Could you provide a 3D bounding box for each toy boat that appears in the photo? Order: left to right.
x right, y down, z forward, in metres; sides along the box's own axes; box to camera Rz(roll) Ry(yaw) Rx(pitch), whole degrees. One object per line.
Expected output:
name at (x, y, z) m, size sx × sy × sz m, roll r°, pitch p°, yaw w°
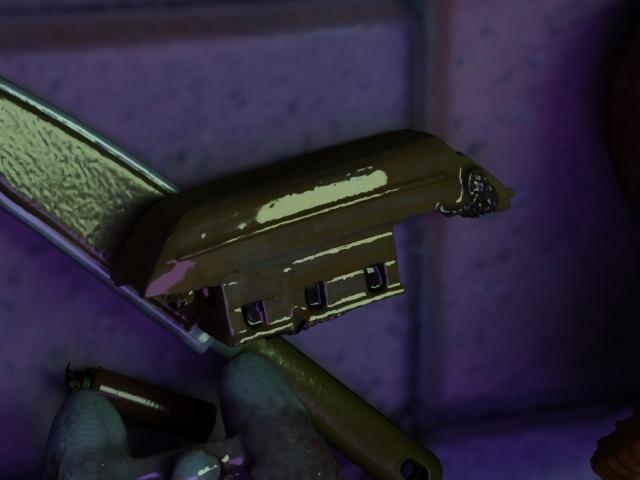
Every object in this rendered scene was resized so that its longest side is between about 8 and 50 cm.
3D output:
toy boat at (-0.045, 0.163, 0.755) m, size 0.155 × 0.085 × 0.227 m, roll -11°, pitch 72°, yaw -13°
toy boat at (0.000, 0.000, 0.805) m, size 0.200 × 0.057 × 0.077 m, roll -18°, pitch 106°, yaw -21°

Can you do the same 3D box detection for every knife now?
knife at (-0.057, 0.022, 0.826) m, size 0.343 × 0.027 × 0.061 m, roll 38°, pitch 81°, yaw -23°

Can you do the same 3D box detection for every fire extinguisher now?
fire extinguisher at (-0.093, 0.079, 0.839) m, size 0.083 × 0.022 × 0.028 m, roll 21°, pitch 140°, yaw -21°

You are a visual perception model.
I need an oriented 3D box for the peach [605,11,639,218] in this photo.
peach at (0.209, -0.059, 0.819) m, size 0.152 × 0.152 × 0.152 m, roll -5°, pitch 112°, yaw -13°

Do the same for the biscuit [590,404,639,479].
biscuit at (0.232, 0.039, 0.814) m, size 0.254 × 0.254 × 0.035 m, roll -39°, pitch 78°, yaw 2°
